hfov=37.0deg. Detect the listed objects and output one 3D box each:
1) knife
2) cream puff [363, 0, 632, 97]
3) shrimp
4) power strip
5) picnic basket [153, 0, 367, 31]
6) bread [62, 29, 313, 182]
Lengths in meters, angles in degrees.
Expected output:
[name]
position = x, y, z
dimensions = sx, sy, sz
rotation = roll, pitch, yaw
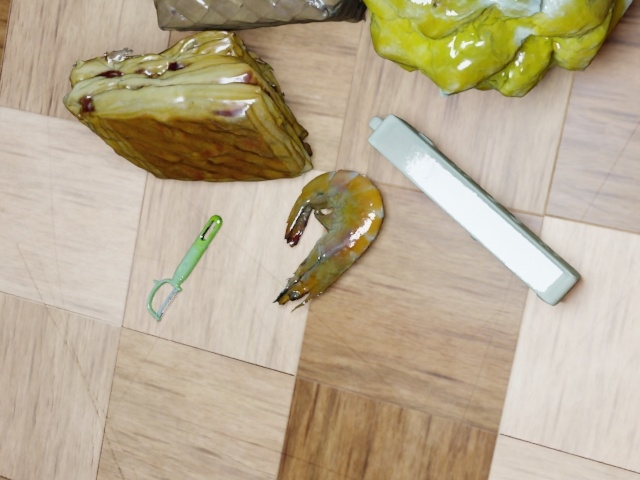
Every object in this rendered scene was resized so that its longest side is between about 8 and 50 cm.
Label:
[knife]
position = -0.231, 0.038, 1.600
dimensions = 0.054, 0.015, 0.212
rotation = 42, 106, 22
[cream puff]
position = 0.231, -0.344, 1.278
dimensions = 0.378, 0.275, 0.378
rotation = -4, 71, 12
[shrimp]
position = 0.000, 0.000, 1.489
dimensions = 0.150, 0.068, 0.248
rotation = 38, 99, 28
[power strip]
position = 0.213, -0.056, 1.388
dimensions = 0.385, 0.091, 0.062
rotation = 44, 104, 14
[picnic basket]
position = -0.087, -0.464, 1.374
dimensions = 0.337, 0.293, 0.337
rotation = 3, 102, 15
[bread]
position = -0.187, -0.205, 1.462
dimensions = 0.324, 0.277, 0.167
rotation = 3, 70, 20
